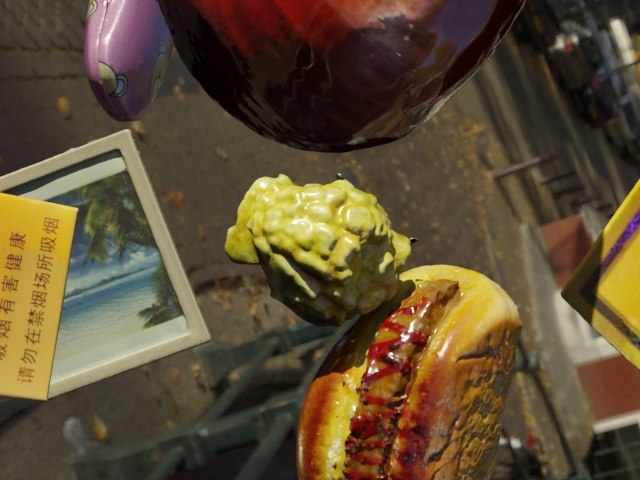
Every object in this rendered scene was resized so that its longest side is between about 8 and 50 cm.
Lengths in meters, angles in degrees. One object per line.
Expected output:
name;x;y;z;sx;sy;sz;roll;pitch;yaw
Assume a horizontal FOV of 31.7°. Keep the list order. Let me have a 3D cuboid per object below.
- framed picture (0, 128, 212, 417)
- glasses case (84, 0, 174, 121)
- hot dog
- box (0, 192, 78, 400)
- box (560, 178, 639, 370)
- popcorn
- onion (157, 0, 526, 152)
framed picture;-0.293;0.047;1.134;0.024;0.314;0.232;-72;142;-81
glasses case;-0.201;-0.277;1.262;0.123;0.075;0.317;67;25;-56
hot dog;0.100;0.231;1.396;0.223;0.185;0.405;1;101;-48
box;-0.310;0.029;0.827;0.237;0.070;0.152;12;82;-30
box;0.275;-0.028;0.595;0.301;0.193;0.084;-2;39;-49
popcorn;0.000;0.002;1.352;0.189;0.169;0.218;32;-17;39
onion;0.004;-0.158;0.476;0.248;0.161;0.248;-175;-90;-74
